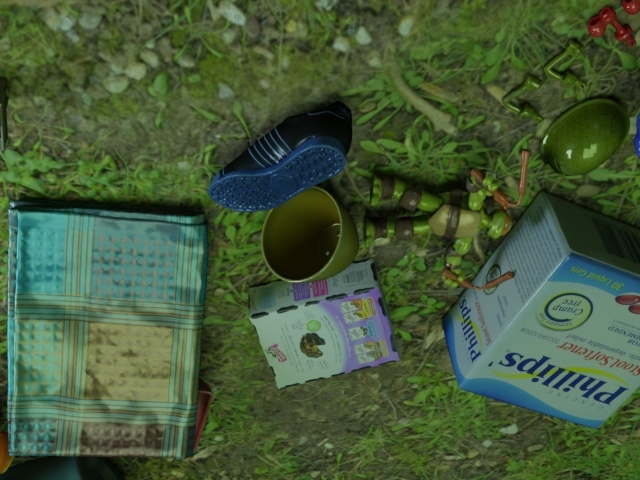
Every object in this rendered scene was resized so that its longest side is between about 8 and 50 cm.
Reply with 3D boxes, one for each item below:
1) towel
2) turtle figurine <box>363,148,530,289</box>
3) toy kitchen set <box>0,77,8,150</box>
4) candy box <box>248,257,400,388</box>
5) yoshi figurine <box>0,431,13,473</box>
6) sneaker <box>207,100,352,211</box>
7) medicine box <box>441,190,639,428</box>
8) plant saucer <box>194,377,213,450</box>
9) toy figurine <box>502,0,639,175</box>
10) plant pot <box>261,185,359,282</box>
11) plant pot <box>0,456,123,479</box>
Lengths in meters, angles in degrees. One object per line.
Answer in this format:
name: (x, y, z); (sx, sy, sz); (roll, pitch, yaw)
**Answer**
towel: (-0.299, 0.131, 1.428); (0.272, 0.040, 0.370); (3, 102, -8)
turtle figurine: (0.174, -0.043, 1.403); (0.218, 0.087, 0.269); (8, 137, -2)
toy kitchen set: (-0.425, -0.151, 1.254); (0.075, 0.083, 0.068); (3, 129, -8)
candy box: (0.006, 0.127, 1.539); (0.196, 0.070, 0.164); (-13, 130, 5)
yoshi figurine: (-0.630, 0.291, 1.470); (0.362, 0.203, 0.203); (29, 104, -22)
sneaker: (-0.049, -0.108, 1.339); (0.232, 0.090, 0.081); (-18, 134, 37)
medicine box: (0.371, 0.111, 1.511); (0.264, 0.149, 0.289); (18, 125, -20)
plant saucer: (-0.307, 0.256, 1.588); (0.259, 0.047, 0.259); (6, 147, -10)
toy figurine: (0.421, -0.170, 1.238); (0.363, 0.217, 0.191); (-37, 124, 22)
plant pot: (0.000, 0.000, 1.408); (0.134, 0.134, 0.095); (-37, 149, 23)
plant pot: (-0.450, 0.474, 1.674); (0.255, 0.271, 0.271); (-33, 126, 3)
